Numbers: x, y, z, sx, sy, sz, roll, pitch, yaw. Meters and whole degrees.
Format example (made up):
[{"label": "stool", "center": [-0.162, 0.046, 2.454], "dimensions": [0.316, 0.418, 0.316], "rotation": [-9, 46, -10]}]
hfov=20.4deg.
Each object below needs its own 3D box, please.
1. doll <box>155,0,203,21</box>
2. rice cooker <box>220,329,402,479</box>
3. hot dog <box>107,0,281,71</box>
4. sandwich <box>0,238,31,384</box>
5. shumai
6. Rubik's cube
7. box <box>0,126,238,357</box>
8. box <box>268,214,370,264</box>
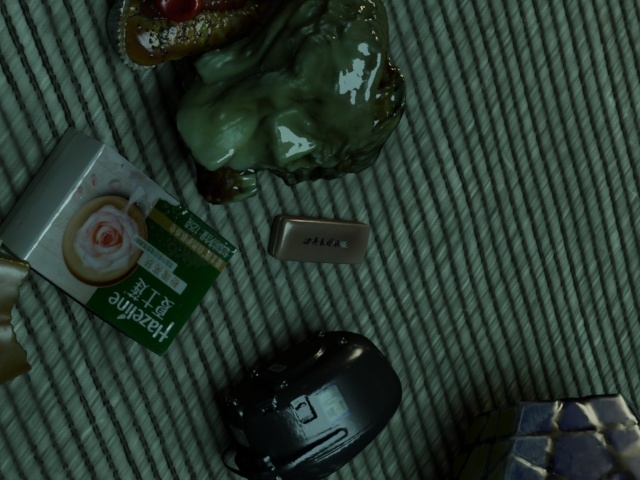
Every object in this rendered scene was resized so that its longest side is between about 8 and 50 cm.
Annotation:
[{"label": "doll", "center": [-0.094, -0.374, 1.591], "dimensions": [0.183, 0.160, 0.363], "rotation": [13, 101, 7]}, {"label": "rice cooker", "center": [-0.013, 0.176, 1.848], "dimensions": [0.203, 0.142, 0.118], "rotation": [-34, 109, -23]}, {"label": "hot dog", "center": [-0.116, -0.225, 1.700], "dimensions": [0.192, 0.053, 0.099], "rotation": [-21, 121, -27]}, {"label": "sandwich", "center": [-0.358, 0.033, 1.565], "dimensions": [0.186, 0.108, 0.220], "rotation": [-25, 117, -21]}, {"label": "shumai", "center": [-0.039, -0.143, 1.705], "dimensions": [0.218, 0.256, 0.189], "rotation": [-16, 78, -10]}, {"label": "Rubik's cube", "center": [0.284, 0.319, 2.026], "dimensions": [0.319, 0.319, 0.264], "rotation": [-32, 147, -24]}, {"label": "box", "center": [-0.195, 0.003, 1.701], "dimensions": [0.199, 0.081, 0.135], "rotation": [39, 81, -35]}, {"label": "box", "center": [0.000, 0.000, 1.872], "dimensions": [0.115, 0.025, 0.048], "rotation": [5, 100, -36]}]
